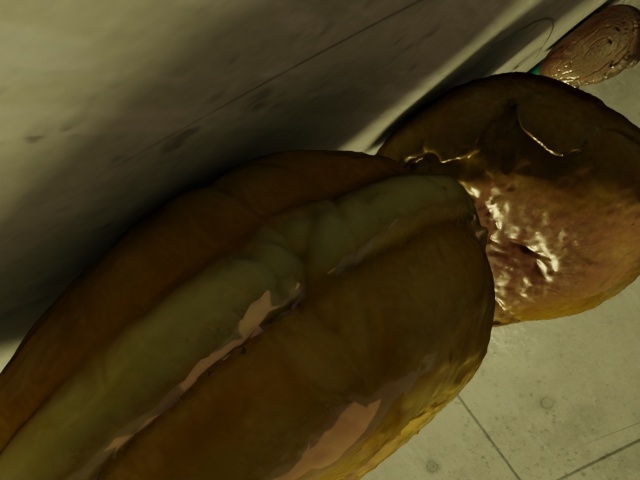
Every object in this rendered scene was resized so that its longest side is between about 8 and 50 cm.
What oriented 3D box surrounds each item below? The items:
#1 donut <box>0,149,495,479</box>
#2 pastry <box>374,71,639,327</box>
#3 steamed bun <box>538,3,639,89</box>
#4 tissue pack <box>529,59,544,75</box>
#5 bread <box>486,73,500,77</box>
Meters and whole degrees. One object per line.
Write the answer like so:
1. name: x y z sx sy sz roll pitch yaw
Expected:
1. donut: -0.046 0.113 0.514 0.449 0.198 0.449 -36 160 -16
2. pastry: 0.220 -0.030 0.782 0.356 0.356 0.163 -38 -154 28
3. steamed bun: 0.451 -0.306 1.105 0.175 0.106 0.145 -35 178 31
4. tissue pack: 0.411 -0.278 1.284 0.111 0.085 0.079 -39 176 37
5. bread: 0.204 -0.149 0.868 0.156 0.064 0.117 -41 -151 29
